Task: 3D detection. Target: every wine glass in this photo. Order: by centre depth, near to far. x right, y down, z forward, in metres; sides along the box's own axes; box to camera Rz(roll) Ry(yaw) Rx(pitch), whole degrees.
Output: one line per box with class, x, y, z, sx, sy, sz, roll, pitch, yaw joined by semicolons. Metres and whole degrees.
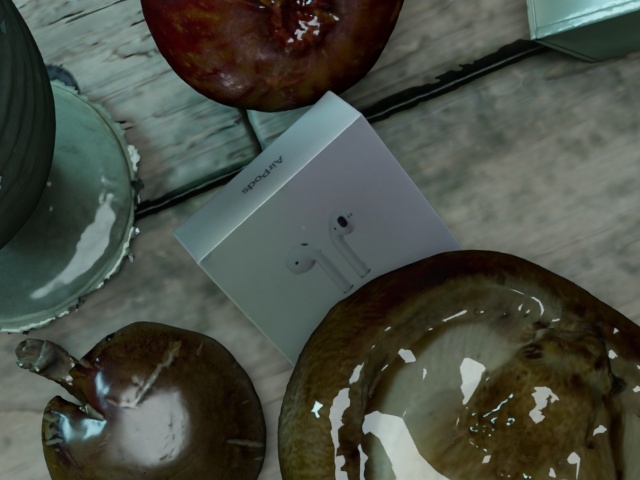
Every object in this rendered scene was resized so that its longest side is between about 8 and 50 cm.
wine glass;-0.219;-0.052;0.793;0.191;0.357;0.190;-1;78;5

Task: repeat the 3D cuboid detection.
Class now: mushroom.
mushroom;0.101;0.127;0.841;0.253;0.153;0.253;0;79;2
mushroom;-0.116;0.111;0.898;0.171;0.080;0.135;29;74;5

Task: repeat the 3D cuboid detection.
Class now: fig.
fig;-0.036;-0.178;0.916;0.175;0.207;0.175;-8;118;-16

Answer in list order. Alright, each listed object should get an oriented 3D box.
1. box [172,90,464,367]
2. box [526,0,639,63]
box;0.000;0.000;0.885;0.130;0.129;0.051;-43;36;-3
box;0.197;-0.240;0.904;0.129;0.086;0.225;-12;78;38
